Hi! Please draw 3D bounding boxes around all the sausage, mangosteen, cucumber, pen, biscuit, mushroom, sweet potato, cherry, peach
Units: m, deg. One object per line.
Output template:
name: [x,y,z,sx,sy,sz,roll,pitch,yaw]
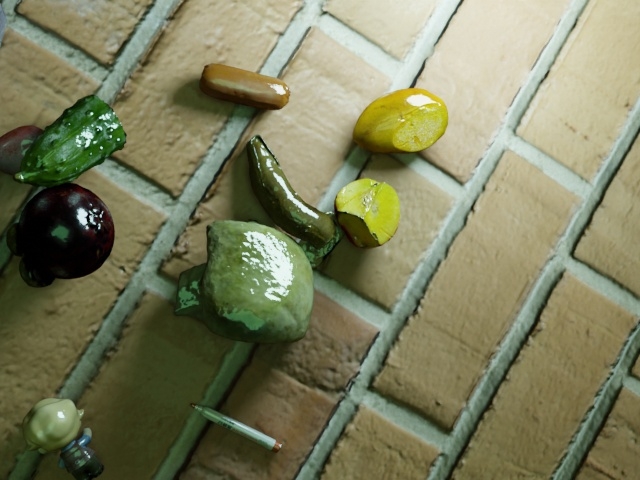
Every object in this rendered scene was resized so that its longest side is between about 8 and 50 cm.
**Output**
sausage: [-0.161,-0.327,1.858,0.197,0.076,0.076,12,86,-13]
mangosteen: [-0.512,-0.014,1.725,0.209,0.210,0.210,0,89,-12]
cucumber: [-0.506,-0.178,1.707,0.134,0.134,0.244,50,52,-7]
pen: [-0.182,0.400,1.863,0.218,0.026,0.026,29,83,-10]
biscuit: [0.000,0.000,1.913,0.071,0.018,0.147,40,83,-6]
mushroom: [-0.146,0.083,1.787,0.291,0.212,0.218,13,104,-3]
sweet potato: [-0.079,-0.098,1.869,0.112,0.085,0.286,-32,81,-29]
cherry: [-0.601,-0.175,1.756,0.126,0.087,0.106,-25,89,-14]
peach: [0.108,-0.058,1.889,0.151,0.118,0.151,-3,61,6]

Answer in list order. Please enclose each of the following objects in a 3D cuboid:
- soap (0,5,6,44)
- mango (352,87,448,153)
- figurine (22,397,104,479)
soap: [-0.694,-0.345,1.637,0.107,0.296,0.286,16,88,-14]
mango: [0.172,-0.259,1.915,0.217,0.102,0.141,-21,117,-9]
figurine: [-0.518,0.408,1.767,0.114,0.108,0.196,-35,114,0]
